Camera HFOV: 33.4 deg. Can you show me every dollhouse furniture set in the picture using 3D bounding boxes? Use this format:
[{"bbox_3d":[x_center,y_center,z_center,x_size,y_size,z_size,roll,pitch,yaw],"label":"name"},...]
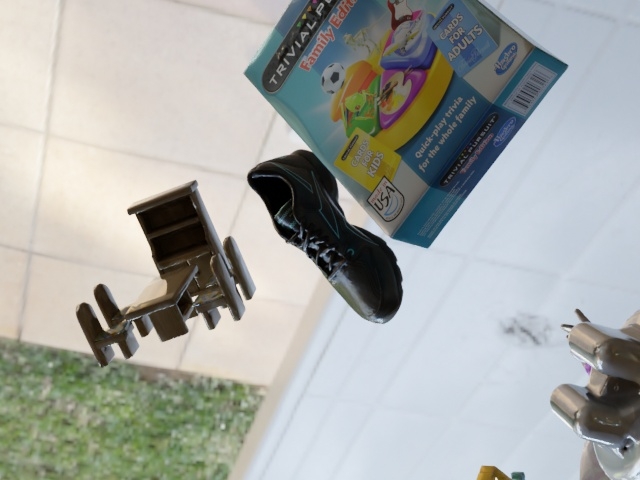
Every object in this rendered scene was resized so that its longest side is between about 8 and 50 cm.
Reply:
[{"bbox_3d":[-0.218,0.034,1.506,0.212,0.242,0.161,-19,105,12],"label":"dollhouse furniture set"}]

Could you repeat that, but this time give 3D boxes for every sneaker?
[{"bbox_3d":[0.000,0.000,1.335,0.106,0.267,0.101,-7,143,-47],"label":"sneaker"}]

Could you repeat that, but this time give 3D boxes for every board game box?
[{"bbox_3d":[0.080,-0.196,1.226,0.079,0.336,0.254,14,118,-49],"label":"board game box"}]

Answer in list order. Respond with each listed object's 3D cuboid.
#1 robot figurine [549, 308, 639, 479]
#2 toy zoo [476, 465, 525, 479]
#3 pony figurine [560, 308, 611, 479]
[{"bbox_3d":[0.432,0.188,1.138,0.353,0.200,0.300,14,99,-6],"label":"robot figurine"},{"bbox_3d":[0.293,0.513,1.777,0.030,0.293,0.192,-7,135,36],"label":"toy zoo"},{"bbox_3d":[0.584,0.295,1.822,0.363,0.351,0.303,10,149,-18],"label":"pony figurine"}]
